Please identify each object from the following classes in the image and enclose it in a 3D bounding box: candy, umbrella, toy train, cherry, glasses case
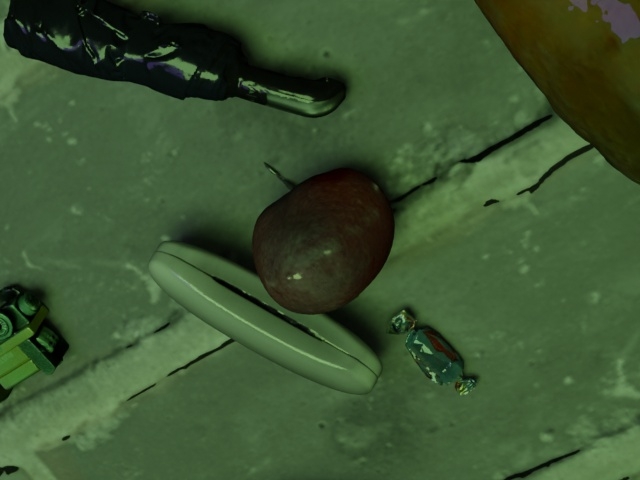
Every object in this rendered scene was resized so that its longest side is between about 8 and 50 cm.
[{"bbox_3d":[0.083,0.087,1.069,0.030,0.020,0.083,-39,100,27],"label":"candy"},{"bbox_3d":[-0.105,-0.133,1.001,0.248,0.071,0.071,18,117,10],"label":"umbrella"},{"bbox_3d":[-0.266,0.090,1.160,0.122,0.050,0.081,-30,106,25],"label":"toy train"},{"bbox_3d":[-0.002,0.005,1.010,0.106,0.126,0.087,-18,128,37],"label":"cherry"},{"bbox_3d":[-0.042,0.058,1.063,0.193,0.074,0.049,28,76,2],"label":"glasses case"}]

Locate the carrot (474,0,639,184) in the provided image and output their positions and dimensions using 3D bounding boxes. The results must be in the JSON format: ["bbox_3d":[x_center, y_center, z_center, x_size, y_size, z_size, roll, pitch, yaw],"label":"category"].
[{"bbox_3d":[0.186,-0.182,0.810,0.341,0.224,0.224,45,118,-2],"label":"carrot"}]
